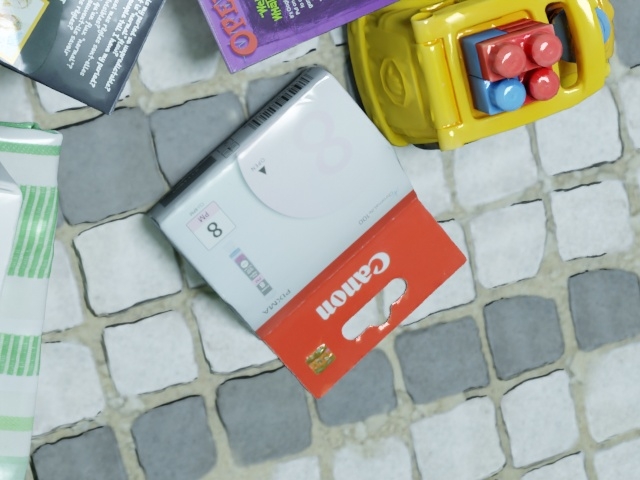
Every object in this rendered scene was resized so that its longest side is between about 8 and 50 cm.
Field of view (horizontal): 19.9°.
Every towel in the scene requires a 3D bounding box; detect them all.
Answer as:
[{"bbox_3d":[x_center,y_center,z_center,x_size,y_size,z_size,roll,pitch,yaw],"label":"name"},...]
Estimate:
[{"bbox_3d":[-0.336,0.058,1.435,0.247,0.038,0.325,5,100,-20],"label":"towel"}]

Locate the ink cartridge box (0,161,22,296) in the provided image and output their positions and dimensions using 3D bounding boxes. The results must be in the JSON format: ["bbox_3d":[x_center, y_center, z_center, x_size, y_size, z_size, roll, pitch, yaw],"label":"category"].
[{"bbox_3d":[-0.306,0.029,1.254,0.131,0.306,0.226,9,99,-21],"label":"ink cartridge box"}]

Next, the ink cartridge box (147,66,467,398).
[{"bbox_3d":[0.000,0.000,1.525,0.189,0.066,0.232,-42,108,-4],"label":"ink cartridge box"}]

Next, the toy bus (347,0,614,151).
[{"bbox_3d":[0.158,-0.157,1.462,0.220,0.211,0.150,-19,106,-16],"label":"toy bus"}]

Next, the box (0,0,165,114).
[{"bbox_3d":[-0.198,-0.205,1.310,0.142,0.247,0.163,25,93,-23],"label":"box"}]

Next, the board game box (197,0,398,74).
[{"bbox_3d":[-0.044,-0.325,1.379,0.208,0.056,0.347,-23,99,5],"label":"board game box"}]
